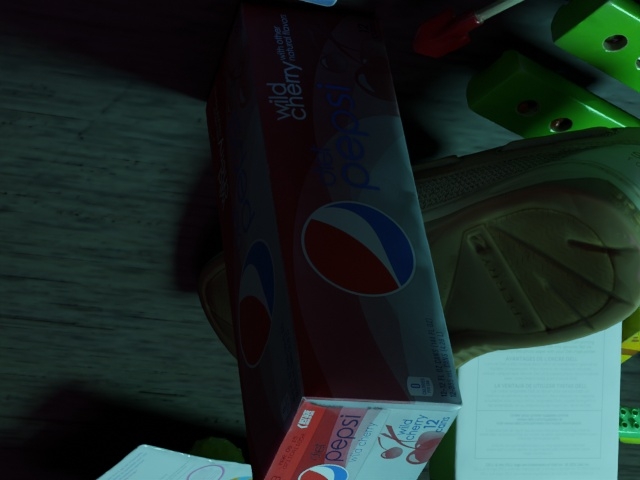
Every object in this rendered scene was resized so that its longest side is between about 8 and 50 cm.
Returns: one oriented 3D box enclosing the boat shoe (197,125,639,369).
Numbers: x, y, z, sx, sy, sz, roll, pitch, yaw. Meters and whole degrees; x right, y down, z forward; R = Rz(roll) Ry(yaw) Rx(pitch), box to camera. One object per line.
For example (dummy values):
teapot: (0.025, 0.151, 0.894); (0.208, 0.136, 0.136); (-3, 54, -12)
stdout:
boat shoe: (0.071, 0.013, 1.130); (0.341, 0.110, 0.121); (-12, 114, 42)

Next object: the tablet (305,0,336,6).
tablet: (-0.020, -0.151, 1.013); (0.083, 0.006, 0.054); (10, 138, -24)

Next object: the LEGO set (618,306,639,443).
LEGO set: (0.229, 0.092, 1.317); (0.227, 0.087, 0.093); (6, 155, -20)

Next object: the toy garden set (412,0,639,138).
toy garden set: (0.163, -0.150, 1.025); (0.204, 0.049, 0.244); (24, 135, -33)

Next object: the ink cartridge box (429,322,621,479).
ink cartridge box: (0.132, 0.056, 1.223); (0.109, 0.209, 0.062); (1, -177, -12)

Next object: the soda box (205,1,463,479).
soda box: (0.000, 0.000, 1.000); (0.083, 0.263, 0.092); (4, 140, -18)

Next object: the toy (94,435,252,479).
toy: (-0.083, 0.183, 1.390); (0.237, 0.056, 0.137); (19, 130, -40)
